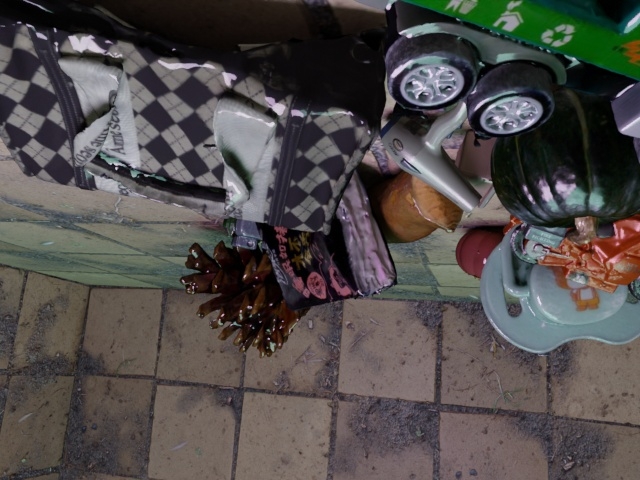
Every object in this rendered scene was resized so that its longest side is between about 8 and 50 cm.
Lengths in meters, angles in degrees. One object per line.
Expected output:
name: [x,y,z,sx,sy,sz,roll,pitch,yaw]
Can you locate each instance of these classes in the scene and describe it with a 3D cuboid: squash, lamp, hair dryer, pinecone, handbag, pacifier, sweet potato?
squash: [0.309,-0.093,0.676,0.218,0.173,0.218,-26,168,-6]
lamp: [0.409,0.032,1.339,0.181,0.140,0.182,16,-178,-1]
hair dryer: [0.184,-0.119,0.738,0.167,0.067,0.199,49,146,-14]
pinecone: [-0.190,0.108,1.513,0.383,0.385,0.384,4,168,1]
handbag: [-0.152,-0.141,0.639,0.415,0.180,0.317,10,163,-6]
pacifier: [0.496,0.084,1.182,0.342,0.289,0.269,-5,172,5]
sweet potato: [0.137,-0.052,1.049,0.131,0.131,0.336,9,167,-19]

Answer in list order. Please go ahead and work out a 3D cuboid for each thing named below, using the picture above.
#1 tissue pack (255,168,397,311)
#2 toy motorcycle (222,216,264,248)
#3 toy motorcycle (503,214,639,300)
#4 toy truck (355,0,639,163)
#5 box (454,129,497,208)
tissue pack: [0.000,0.000,1.084,0.123,0.245,0.332,-19,177,-28]
toy motorcycle: [-0.079,-0.016,1.310,0.274,0.125,0.187,10,176,-25]
toy motorcycle: [0.494,-0.018,0.974,0.325,0.222,0.148,18,-150,3]
toy truck: [0.180,-0.171,0.383,0.363,0.177,0.178,11,154,-23]
box: [0.232,-0.107,0.848,0.062,0.089,0.122,13,168,6]
